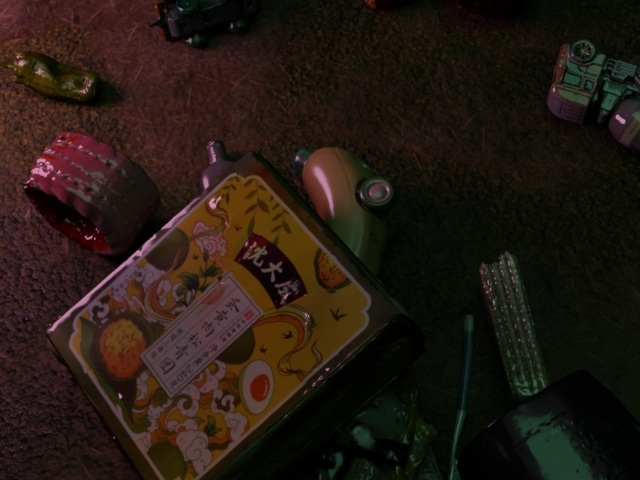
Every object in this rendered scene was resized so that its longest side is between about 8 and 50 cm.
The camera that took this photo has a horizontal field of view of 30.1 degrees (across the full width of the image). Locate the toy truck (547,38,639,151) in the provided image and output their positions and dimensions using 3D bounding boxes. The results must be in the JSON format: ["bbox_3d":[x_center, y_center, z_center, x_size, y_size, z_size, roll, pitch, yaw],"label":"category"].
[{"bbox_3d":[0.499,-0.222,1.961,0.257,0.108,0.140,20,75,10],"label":"toy truck"}]

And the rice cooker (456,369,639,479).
[{"bbox_3d":[0.321,0.319,1.558,0.267,0.267,0.224,-30,69,-15],"label":"rice cooker"}]

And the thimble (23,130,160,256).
[{"bbox_3d":[-0.354,-0.068,1.859,0.190,0.163,0.125,34,64,5],"label":"thimble"}]

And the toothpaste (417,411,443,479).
[{"bbox_3d":[0.132,0.290,1.700,0.064,0.041,0.218,-9,56,-17],"label":"toothpaste"}]

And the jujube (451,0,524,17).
[{"bbox_3d":[0.304,-0.554,2.117,0.223,0.223,0.317,6,67,5],"label":"jujube"}]

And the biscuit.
[{"bbox_3d":[0.282,0.141,1.743,0.062,0.108,0.238,-10,60,2],"label":"biscuit"}]

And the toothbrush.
[{"bbox_3d":[0.211,0.232,1.742,0.025,0.019,0.275,10,60,1],"label":"toothbrush"}]

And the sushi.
[{"bbox_3d":[0.072,0.297,1.628,0.139,0.131,0.290,-8,54,38],"label":"sushi"}]

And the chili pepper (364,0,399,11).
[{"bbox_3d":[0.157,-0.468,2.149,0.169,0.064,0.088,-17,46,-16],"label":"chili pepper"}]

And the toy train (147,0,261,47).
[{"bbox_3d":[-0.203,-0.428,2.117,0.228,0.091,0.136,-19,50,-8],"label":"toy train"}]

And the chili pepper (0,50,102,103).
[{"bbox_3d":[-0.477,-0.288,2.050,0.204,0.073,0.072,18,43,-1],"label":"chili pepper"}]

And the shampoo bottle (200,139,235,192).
[{"bbox_3d":[-0.155,-0.089,1.936,0.080,0.040,0.165,-14,59,-5],"label":"shampoo bottle"}]

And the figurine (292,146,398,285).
[{"bbox_3d":[0.000,0.000,1.832,0.222,0.124,0.324,9,64,7],"label":"figurine"}]

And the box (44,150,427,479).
[{"bbox_3d":[-0.126,0.138,1.654,0.420,0.138,0.373,-41,56,-1],"label":"box"}]
